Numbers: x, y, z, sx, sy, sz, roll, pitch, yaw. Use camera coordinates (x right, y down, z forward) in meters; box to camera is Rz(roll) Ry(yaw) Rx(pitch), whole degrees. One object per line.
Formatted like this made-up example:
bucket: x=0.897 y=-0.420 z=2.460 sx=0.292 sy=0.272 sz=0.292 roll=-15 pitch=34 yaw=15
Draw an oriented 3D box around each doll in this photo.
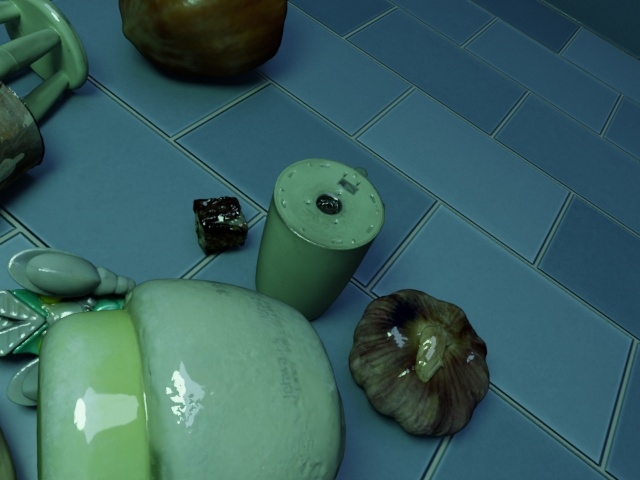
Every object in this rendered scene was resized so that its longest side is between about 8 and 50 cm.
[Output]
doll: x=-0.336 y=0.093 z=0.721 sx=0.258 sy=0.153 sz=0.195 roll=-30 pitch=96 yaw=-31

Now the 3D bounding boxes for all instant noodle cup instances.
instant noodle cup: x=-0.564 y=-0.138 z=0.793 sx=0.217 sy=0.218 sz=0.207 roll=29 pitch=43 yaw=3

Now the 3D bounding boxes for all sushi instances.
sushi: x=-0.175 y=-0.031 z=0.914 sx=0.084 sy=0.098 sz=0.094 roll=-8 pitch=60 yaw=-24

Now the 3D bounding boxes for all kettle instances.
kettle: x=0.000 y=0.000 z=0.849 sx=0.165 sy=0.255 sz=0.240 roll=33 pitch=52 yaw=10

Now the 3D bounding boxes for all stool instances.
stool: x=-0.561 y=-0.325 z=0.939 sx=0.195 sy=0.195 sz=0.199 roll=33 pitch=51 yaw=7

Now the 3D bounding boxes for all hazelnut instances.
hazelnut: x=-0.239 y=-0.510 z=1.117 sx=0.365 sy=0.366 sz=0.366 roll=10 pitch=51 yaw=-13

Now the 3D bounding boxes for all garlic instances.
garlic: x=0.165 y=0.181 z=0.834 sx=0.244 sy=0.161 sz=0.245 roll=10 pitch=50 yaw=-13

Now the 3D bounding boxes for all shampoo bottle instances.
shampoo bottle: x=-0.146 y=0.203 z=0.599 sx=0.317 sy=0.323 sz=0.323 roll=-3 pitch=55 yaw=-29

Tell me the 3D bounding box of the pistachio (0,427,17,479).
pistachio: x=-0.419 y=0.253 z=0.583 sx=0.143 sy=0.144 sz=0.215 roll=-19 pitch=64 yaw=-30
